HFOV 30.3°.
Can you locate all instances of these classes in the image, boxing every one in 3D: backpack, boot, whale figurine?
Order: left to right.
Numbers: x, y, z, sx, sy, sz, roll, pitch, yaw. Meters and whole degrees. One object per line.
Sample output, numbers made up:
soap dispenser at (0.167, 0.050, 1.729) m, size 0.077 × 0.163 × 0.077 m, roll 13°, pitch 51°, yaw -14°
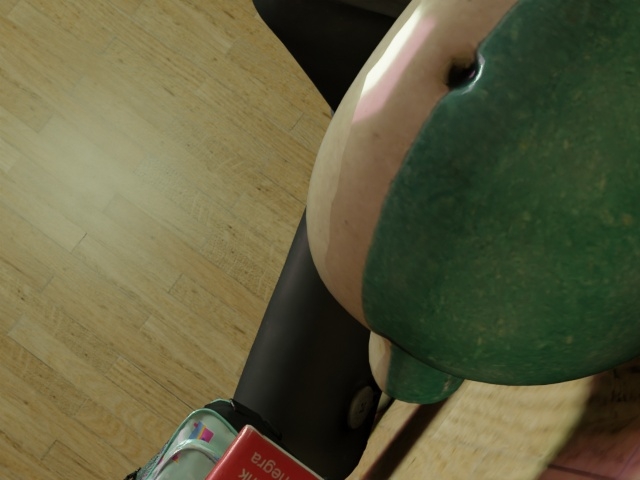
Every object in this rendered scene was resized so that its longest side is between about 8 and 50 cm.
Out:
backpack at (-0.086, 0.233, 0.856) m, size 0.188 × 0.166 × 0.144 m, roll -49°, pitch -5°, yaw 10°
boot at (0.001, 0.000, 0.945) m, size 0.367 × 0.146 × 0.445 m, roll 1°, pitch -63°, yaw -58°
whale figurine at (0.109, -0.009, 0.492) m, size 0.216 × 0.141 × 0.272 m, roll -53°, pitch -28°, yaw -1°

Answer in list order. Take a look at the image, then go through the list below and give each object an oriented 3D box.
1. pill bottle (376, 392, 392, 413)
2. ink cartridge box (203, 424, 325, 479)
pill bottle at (0.047, 0.118, 1.507) m, size 0.301 × 0.169 × 0.169 m, roll -51°, pitch -4°, yaw -38°
ink cartridge box at (-0.078, 0.238, 0.569) m, size 0.273 × 0.114 × 0.197 m, roll -54°, pitch -3°, yaw -16°
